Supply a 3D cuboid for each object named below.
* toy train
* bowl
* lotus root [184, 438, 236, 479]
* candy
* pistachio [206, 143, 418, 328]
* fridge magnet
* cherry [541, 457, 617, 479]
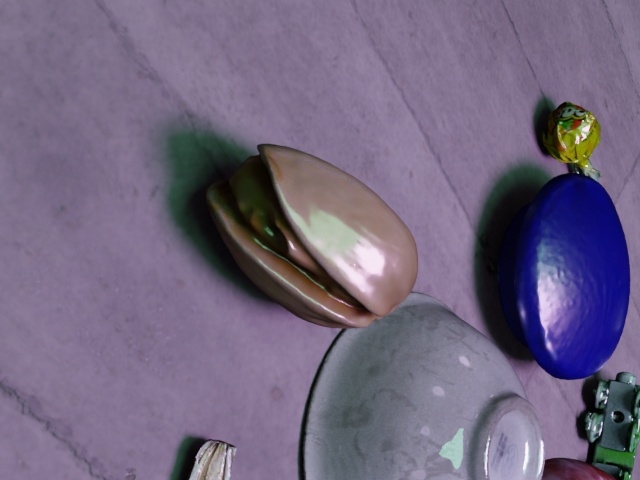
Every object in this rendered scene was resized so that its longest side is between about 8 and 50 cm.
[{"bbox_3d":[0.427,0.318,1.157,0.119,0.085,0.251,31,71,-57],"label":"toy train"},{"bbox_3d":[0.141,0.211,0.824,0.313,0.146,0.313,1,89,-46],"label":"bowl"},{"bbox_3d":[-0.097,0.209,0.667,0.037,0.030,0.083,15,73,-12],"label":"lotus root"},{"bbox_3d":[0.383,-0.094,1.136,0.077,0.073,0.262,-51,133,-10],"label":"candy"},{"bbox_3d":[0.000,0.000,0.699,0.215,0.144,0.144,41,62,-31],"label":"pistachio"},{"bbox_3d":[0.319,0.046,1.025,0.265,0.112,0.265,1,89,-46],"label":"fridge magnet"},{"bbox_3d":[0.310,0.402,0.944,0.285,0.213,0.236,59,22,1],"label":"cherry"}]
